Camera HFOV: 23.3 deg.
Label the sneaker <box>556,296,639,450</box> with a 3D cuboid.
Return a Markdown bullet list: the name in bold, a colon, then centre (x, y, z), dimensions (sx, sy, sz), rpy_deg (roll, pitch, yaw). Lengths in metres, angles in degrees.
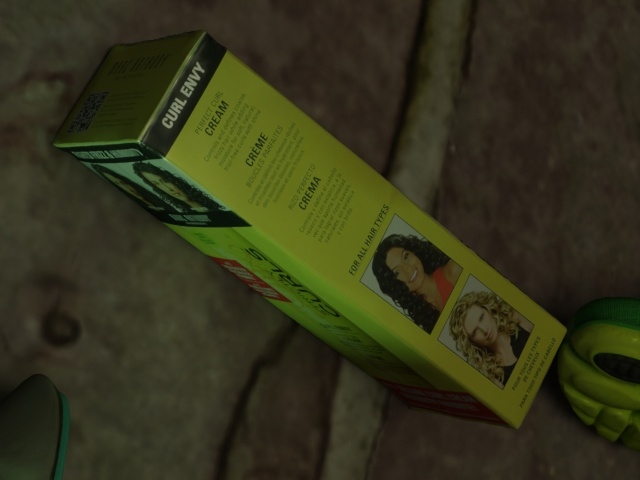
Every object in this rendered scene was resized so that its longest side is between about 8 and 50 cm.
- **sneaker**: centre (0.242, 0.046, 0.856), dimensions (0.295, 0.109, 0.123), rpy_deg (0, 64, -32)

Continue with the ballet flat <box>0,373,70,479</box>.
- **ballet flat**: centre (-0.152, 0.149, 0.587), dimensions (0.068, 0.072, 0.213), rpy_deg (19, 79, -29)

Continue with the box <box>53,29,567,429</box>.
- **box**: centre (0.000, 0.000, 0.684), dimensions (0.232, 0.087, 0.058), rpy_deg (38, 71, -30)
